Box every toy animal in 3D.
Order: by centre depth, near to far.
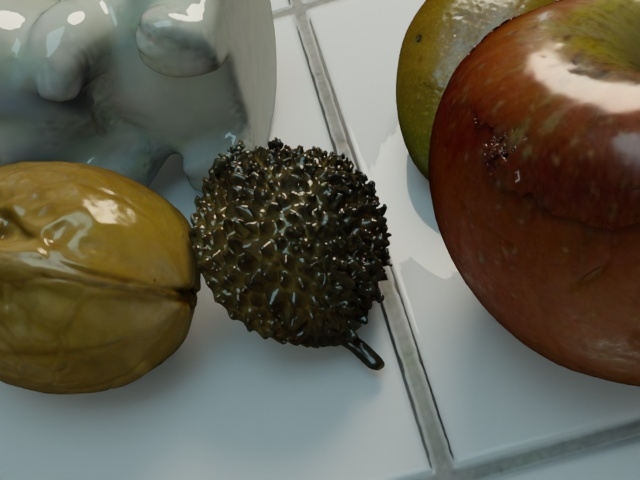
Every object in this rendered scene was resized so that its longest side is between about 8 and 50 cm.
[{"bbox_3d":[-0.221,-0.145,0.652,0.368,0.196,0.241,-11,45,5],"label":"toy animal"}]

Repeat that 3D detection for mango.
[{"bbox_3d":[0.129,-0.138,0.617,0.136,0.099,0.227,16,68,17],"label":"mango"}]

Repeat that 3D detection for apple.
[{"bbox_3d":[0.202,-0.033,0.451,0.272,0.206,0.251,-10,42,4],"label":"apple"}]

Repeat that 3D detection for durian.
[{"bbox_3d":[0.000,0.000,0.524,0.148,0.091,0.188,-18,77,-47],"label":"durian"}]

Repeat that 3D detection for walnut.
[{"bbox_3d":[-0.182,0.024,0.538,0.207,0.159,0.159,10,57,15],"label":"walnut"}]
